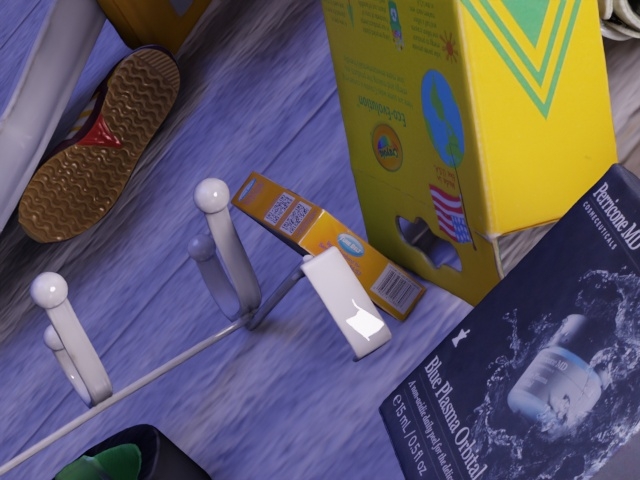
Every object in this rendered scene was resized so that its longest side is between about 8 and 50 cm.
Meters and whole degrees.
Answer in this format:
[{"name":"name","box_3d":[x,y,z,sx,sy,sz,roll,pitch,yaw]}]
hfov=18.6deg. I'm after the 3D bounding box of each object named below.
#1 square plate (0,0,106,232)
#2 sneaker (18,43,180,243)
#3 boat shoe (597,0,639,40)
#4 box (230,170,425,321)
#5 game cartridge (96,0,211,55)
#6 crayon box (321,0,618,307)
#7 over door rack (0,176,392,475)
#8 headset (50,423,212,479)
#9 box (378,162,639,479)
[{"name":"square plate","box_3d":[-0.263,-0.076,1.646,0.344,0.049,0.347,-56,12,39]},{"name":"sneaker","box_3d":[-0.174,-0.076,1.582,0.185,0.069,0.084,-50,8,6]},{"name":"boat shoe","box_3d":[0.168,-0.153,1.013,0.302,0.109,0.094,-5,55,56]},{"name":"box","box_3d":[0.000,0.000,1.137,0.028,0.081,0.136,-53,25,-1]},{"name":"game cartridge","box_3d":[-0.089,-0.304,1.526,0.285,0.053,0.323,-57,-10,-6]},{"name":"crayon box","box_3d":[0.066,-0.131,1.035,0.081,0.318,0.202,-16,19,-17]},{"name":"over door rack","box_3d":[-0.121,0.066,1.080,0.239,0.108,0.324,-32,8,-12]},{"name":"headset","box_3d":[-0.198,0.236,1.057,0.243,0.185,0.394,-37,18,33]},{"name":"box","box_3d":[0.120,0.077,0.810,0.158,0.093,0.156,-47,25,13]}]
